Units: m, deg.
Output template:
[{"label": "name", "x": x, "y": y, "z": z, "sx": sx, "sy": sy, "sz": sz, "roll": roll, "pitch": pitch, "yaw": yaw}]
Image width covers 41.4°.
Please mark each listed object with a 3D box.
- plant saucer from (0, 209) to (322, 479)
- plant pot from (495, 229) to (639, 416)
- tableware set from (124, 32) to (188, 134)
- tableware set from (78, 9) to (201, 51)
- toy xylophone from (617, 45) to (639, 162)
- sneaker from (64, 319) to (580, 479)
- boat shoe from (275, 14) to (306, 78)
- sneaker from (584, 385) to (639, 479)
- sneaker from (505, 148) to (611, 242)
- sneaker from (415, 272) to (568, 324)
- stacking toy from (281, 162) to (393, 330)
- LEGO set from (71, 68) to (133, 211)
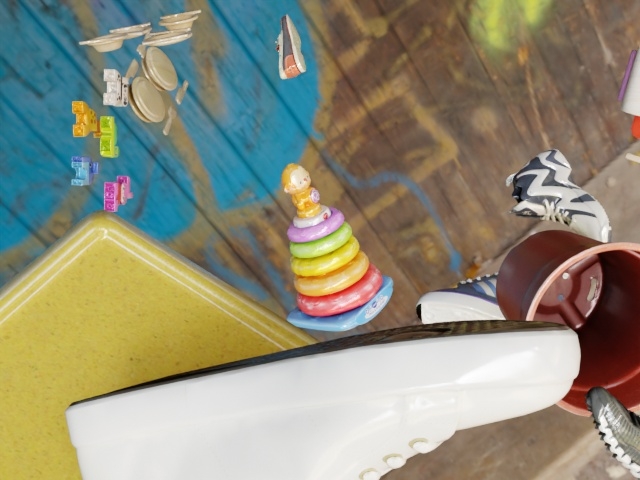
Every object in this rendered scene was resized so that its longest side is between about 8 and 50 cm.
[{"label": "plant saucer", "x": -0.144, "y": 0.128, "z": 0.607, "sx": 0.333, "sy": 0.081, "sz": 0.333, "roll": 30, "pitch": 51, "yaw": 14}, {"label": "plant pot", "x": 0.417, "y": 0.105, "z": 1.371, "sx": 0.272, "sy": 0.272, "sz": 0.265, "roll": -36, "pitch": 14, "yaw": 3}, {"label": "tableware set", "x": -0.308, "y": -0.278, "z": 1.527, "sx": 0.039, "sy": 0.128, "sz": 0.194, "roll": -22, "pitch": 34, "yaw": 23}, {"label": "tableware set", "x": -0.231, "y": -0.277, "z": 1.123, "sx": 0.141, "sy": 0.020, "sz": 0.169, "roll": -7, "pitch": 25, "yaw": 6}, {"label": "toy xylophone", "x": 0.653, "y": -0.220, "z": 1.454, "sx": 0.322, "sy": 0.236, "sz": 0.081, "roll": 32, "pitch": 26, "yaw": 30}, {"label": "sneaker", "x": 0.002, "y": 0.116, "z": 0.449, "sx": 0.290, "sy": 0.106, "sz": 0.123, "roll": -16, "pitch": 83, "yaw": 25}, {"label": "boat shoe", "x": -0.058, "y": -0.337, "z": 1.473, "sx": 0.043, "sy": 0.049, "sz": 0.137, "roll": -22, "pitch": 57, "yaw": 18}, {"label": "sneaker", "x": 0.452, "y": 0.277, "z": 1.146, "sx": 0.106, "sy": 0.234, "sz": 0.078, "roll": -35, "pitch": 8, "yaw": 16}, {"label": "sneaker", "x": 0.454, "y": -0.057, "z": 1.672, "sx": 0.153, "sy": 0.094, "sz": 0.235, "roll": -25, "pitch": 74, "yaw": -8}, {"label": "sneaker", "x": 0.387, "y": 0.105, "z": 1.850, "sx": 0.322, "sy": 0.130, "sz": 0.236, "roll": 8, "pitch": 45, "yaw": 15}, {"label": "stacking toy", "x": 0.000, "y": 0.000, "z": 1.506, "sx": 0.165, "sy": 0.302, "sz": 0.175, "roll": 0, "pitch": 29, "yaw": 41}, {"label": "LEGO set", "x": -0.361, "y": -0.167, "z": 1.416, "sx": 0.087, "sy": 0.227, "sz": 0.093, "roll": 4, "pitch": 6, "yaw": 12}]
